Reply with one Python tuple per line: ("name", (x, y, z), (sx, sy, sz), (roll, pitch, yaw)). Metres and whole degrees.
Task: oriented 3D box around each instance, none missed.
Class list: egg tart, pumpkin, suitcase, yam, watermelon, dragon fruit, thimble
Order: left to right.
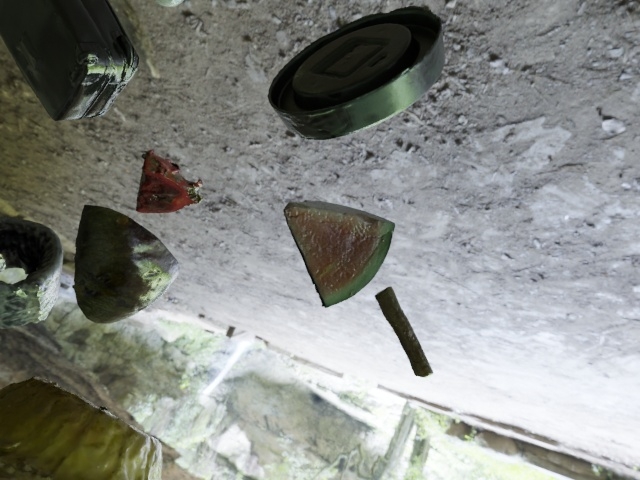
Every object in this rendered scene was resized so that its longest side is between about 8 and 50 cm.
("thimble", (-0.732, 0.076, 0.976), (0.245, 0.217, 0.157), (48, 130, 28))
("egg tart", (-0.365, 0.312, 0.581), (0.387, 0.169, 0.388), (17, 147, 11))
("suitcase", (-0.674, -0.520, 1.076), (0.339, 0.188, 0.345), (-25, 99, 37))
("pumpkin", (-0.403, 0.086, 0.867), (0.148, 0.169, 0.312), (5, 145, 11))
("dragon fruit", (-0.485, -0.183, 1.335), (0.211, 0.134, 0.262), (18, 148, -24))
("watermelon", (0.004, 0.009, 0.738), (0.202, 0.207, 0.136), (27, 161, -15))
("yam", (0.258, 0.284, 1.269), (0.300, 0.066, 0.066), (62, 152, 3))

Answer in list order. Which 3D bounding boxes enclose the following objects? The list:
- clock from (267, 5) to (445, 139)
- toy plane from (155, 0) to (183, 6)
("clock", (0.053, -0.261, 0.634), (0.280, 0.281, 0.055), (6, 143, 35))
("toy plane", (-0.296, -0.547, 0.725), (0.117, 0.245, 0.245), (6, 151, 33))
